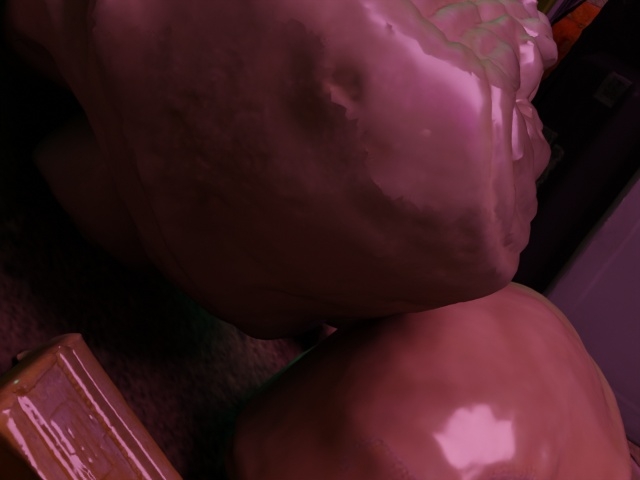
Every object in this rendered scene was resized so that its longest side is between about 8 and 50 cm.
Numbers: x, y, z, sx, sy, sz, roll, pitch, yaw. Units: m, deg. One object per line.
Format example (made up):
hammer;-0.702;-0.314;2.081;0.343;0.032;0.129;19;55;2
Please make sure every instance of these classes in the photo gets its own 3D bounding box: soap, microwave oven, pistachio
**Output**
soap;-0.080;0.164;0.952;0.252;0.037;0.092;57;25;-10
microwave oven;0.242;-0.026;1.376;0.237;0.295;0.181;35;4;-31
pistachio;0.061;0.117;1.099;0.214;0.193;0.318;16;17;4

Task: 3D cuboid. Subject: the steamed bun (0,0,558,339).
steamed bun;-0.039;-0.090;1.049;0.352;0.247;0.339;37;18;3

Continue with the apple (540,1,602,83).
apple;0.205;-0.094;1.552;0.196;0.196;0.196;42;32;-35

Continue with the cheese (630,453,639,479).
cheese;0.160;0.189;1.306;0.202;0.091;0.175;47;29;-25

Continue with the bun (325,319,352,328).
bun;0.000;0.000;1.221;0.115;0.069;0.115;-8;90;-79

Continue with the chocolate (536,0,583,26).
chocolate;0.092;-0.271;1.455;0.289;0.137;0.301;29;23;11
